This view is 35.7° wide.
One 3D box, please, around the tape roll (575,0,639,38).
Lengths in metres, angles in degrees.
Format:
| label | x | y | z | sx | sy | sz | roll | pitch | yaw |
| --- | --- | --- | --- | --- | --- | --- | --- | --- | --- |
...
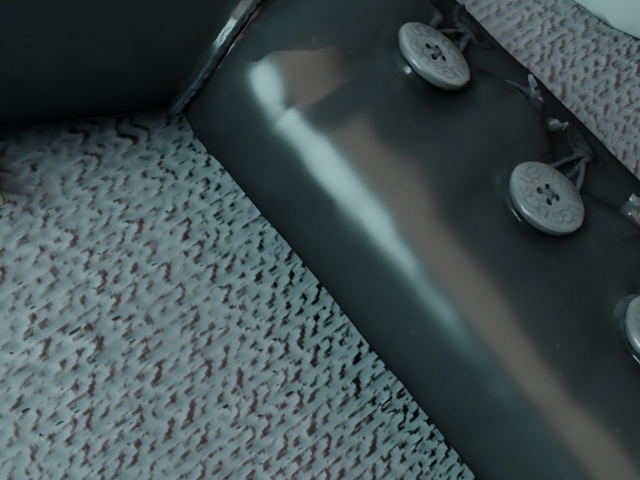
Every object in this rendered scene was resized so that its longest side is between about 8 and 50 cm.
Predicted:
| label | x | y | z | sx | sy | sz | roll | pitch | yaw |
| --- | --- | --- | --- | --- | --- | --- | --- | --- | --- |
| tape roll | 0.254 | -0.274 | 0.658 | 0.286 | 0.100 | 0.286 | 5 | 73 | -17 |

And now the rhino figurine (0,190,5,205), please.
| label | x | y | z | sx | sy | sz | roll | pitch | yaw |
| --- | --- | --- | --- | --- | --- | --- | --- | --- | --- |
| rhino figurine | -0.261 | -0.006 | 0.422 | 0.243 | 0.073 | 0.106 | -6 | 73 | -21 |

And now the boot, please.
| label | x | y | z | sx | sy | sz | roll | pitch | yaw |
| --- | --- | --- | --- | --- | --- | --- | --- | --- | --- |
| boot | 0.001 | -0.001 | 0.452 | 0.367 | 0.146 | 0.445 | -40 | 92 | -35 |
